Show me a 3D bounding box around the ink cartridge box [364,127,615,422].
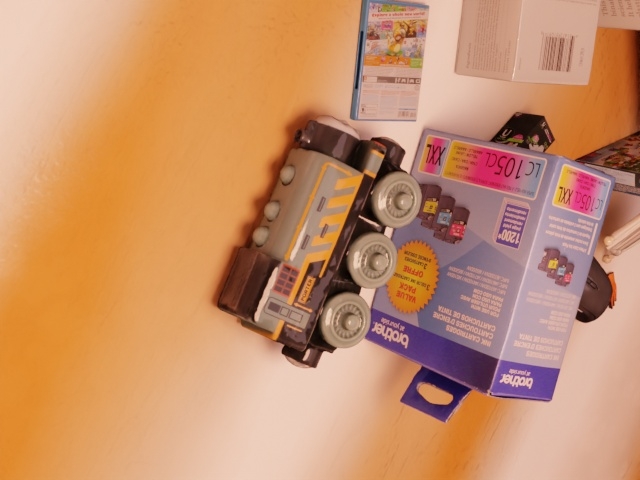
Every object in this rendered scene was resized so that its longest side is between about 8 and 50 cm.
[{"bbox_3d":[0.228,0.061,1.547,0.151,0.270,0.395,11,95,-40],"label":"ink cartridge box"}]

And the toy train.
[{"bbox_3d":[0.000,0.000,1.435,0.190,0.142,0.333,25,86,-32],"label":"toy train"}]

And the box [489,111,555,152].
[{"bbox_3d":[0.314,-0.154,1.695,0.083,0.062,0.052,-46,126,-20],"label":"box"}]

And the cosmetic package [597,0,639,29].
[{"bbox_3d":[0.587,-0.523,1.594,0.327,0.394,0.329,-40,125,-25],"label":"cosmetic package"}]

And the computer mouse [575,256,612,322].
[{"bbox_3d":[0.419,0.089,1.850,0.184,0.060,0.262,-53,126,-16],"label":"computer mouse"}]

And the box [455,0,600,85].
[{"bbox_3d":[0.310,-0.326,1.603,0.181,0.119,0.181,-5,105,-39],"label":"box"}]

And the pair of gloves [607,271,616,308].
[{"bbox_3d":[0.513,0.102,1.973,0.083,0.010,0.074,-24,115,-31],"label":"pair of gloves"}]

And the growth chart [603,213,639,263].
[{"bbox_3d":[0.551,-0.026,1.837,0.172,0.021,0.237,-37,164,8],"label":"growth chart"}]

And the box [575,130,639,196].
[{"bbox_3d":[0.574,-0.139,1.854,0.233,0.159,0.044,-23,116,-34],"label":"box"}]

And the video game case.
[{"bbox_3d":[0.098,-0.251,1.517,0.119,0.015,0.166,-4,106,-39],"label":"video game case"}]
